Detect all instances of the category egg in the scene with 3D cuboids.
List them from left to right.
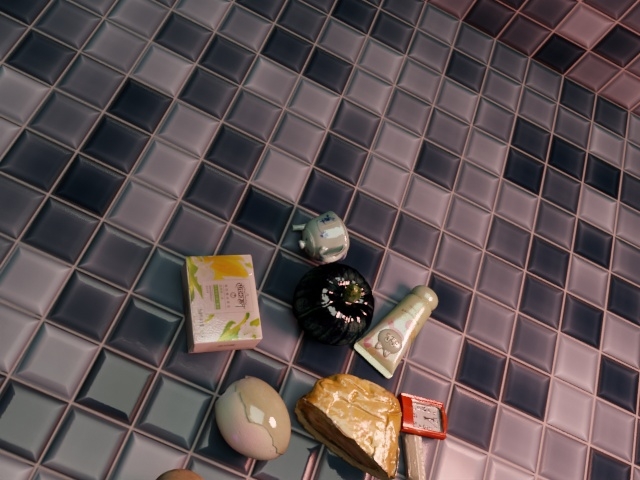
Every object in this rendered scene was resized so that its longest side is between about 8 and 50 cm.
[{"bbox_3d":[-0.169,0.473,1.789,0.183,0.183,0.217,-34,70,-30],"label":"egg"}]

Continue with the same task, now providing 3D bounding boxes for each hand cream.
[{"bbox_3d":[0.245,0.266,2.111,0.147,0.093,0.306,42,68,2],"label":"hand cream"}]

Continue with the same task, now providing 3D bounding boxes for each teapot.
[{"bbox_3d":[0.000,0.000,2.098,0.158,0.159,0.232,-10,31,-24],"label":"teapot"}]

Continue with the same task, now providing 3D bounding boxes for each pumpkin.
[{"bbox_3d":[0.055,0.177,1.983,0.247,0.248,0.248,8,63,-16],"label":"pumpkin"}]

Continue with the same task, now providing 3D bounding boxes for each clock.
[{"bbox_3d":[0.295,0.521,2.010,0.155,0.061,0.113,16,49,-17],"label":"clock"}]

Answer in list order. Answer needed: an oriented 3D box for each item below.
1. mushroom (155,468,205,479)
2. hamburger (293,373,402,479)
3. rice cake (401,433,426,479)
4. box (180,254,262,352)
[{"bbox_3d":[-0.381,0.681,1.581,0.289,0.293,0.293,-3,66,-3],"label":"mushroom"},{"bbox_3d":[0.109,0.491,1.900,0.330,0.162,0.209,39,56,4],"label":"hamburger"},{"bbox_3d":[0.270,0.677,1.934,0.057,0.052,0.256,-6,66,6],"label":"rice cake"},{"bbox_3d":[-0.283,0.176,1.936,0.194,0.111,0.261,-2,64,-21],"label":"box"}]
